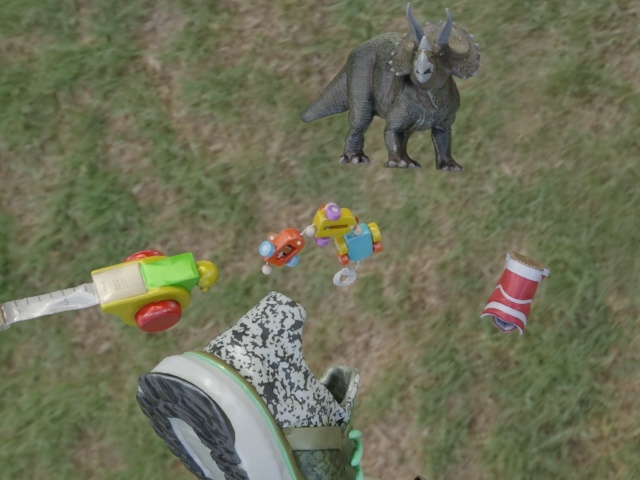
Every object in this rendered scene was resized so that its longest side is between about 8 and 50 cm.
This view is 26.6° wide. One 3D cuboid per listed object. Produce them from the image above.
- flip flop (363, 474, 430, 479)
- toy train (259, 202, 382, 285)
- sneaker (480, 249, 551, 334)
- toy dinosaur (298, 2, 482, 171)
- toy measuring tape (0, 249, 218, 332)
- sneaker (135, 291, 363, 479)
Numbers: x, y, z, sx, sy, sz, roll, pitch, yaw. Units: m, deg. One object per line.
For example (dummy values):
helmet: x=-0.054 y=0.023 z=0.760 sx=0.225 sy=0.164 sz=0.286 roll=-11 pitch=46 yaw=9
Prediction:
flip flop: x=0.117 y=0.355 z=1.834 sx=0.112 sy=0.277 sz=0.080 roll=-33 pitch=48 yaw=28
toy train: x=0.000 y=0.000 z=1.703 sx=0.125 sy=0.166 sz=0.046 roll=-44 pitch=52 yaw=23
sneaker: x=0.174 y=0.047 z=1.203 sx=0.042 sy=0.118 sz=0.067 roll=22 pitch=96 yaw=12
toy dinosaur: x=0.081 y=-0.156 z=1.417 sx=0.313 sy=0.121 sz=0.160 roll=-164 pitch=77 yaw=-67
toy measuring tape: x=-0.309 y=0.091 z=1.975 sx=0.330 sy=0.121 sz=0.121 roll=-15 pitch=103 yaw=-11
sneaker: x=-0.003 y=0.208 z=1.265 sx=0.158 sy=0.182 sz=0.410 roll=23 pitch=150 yaw=40
